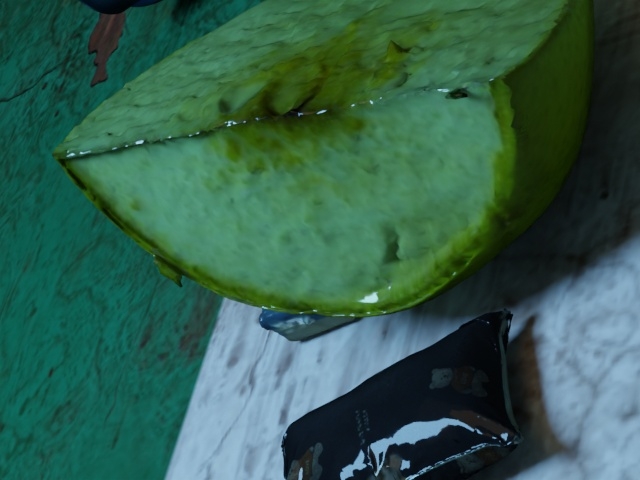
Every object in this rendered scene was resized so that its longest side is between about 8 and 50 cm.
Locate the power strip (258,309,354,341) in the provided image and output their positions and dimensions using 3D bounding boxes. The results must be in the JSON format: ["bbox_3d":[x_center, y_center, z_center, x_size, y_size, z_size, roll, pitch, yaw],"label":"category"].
[{"bbox_3d":[0.000,0.000,0.923,0.056,0.032,0.123,-26,42,38],"label":"power strip"}]

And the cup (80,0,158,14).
[{"bbox_3d":[-0.212,-0.348,1.288,0.242,0.292,0.308,1,60,53],"label":"cup"}]

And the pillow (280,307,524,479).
[{"bbox_3d":[0.035,0.099,0.769,0.150,0.048,0.090,-34,45,23],"label":"pillow"}]

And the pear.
[{"bbox_3d":[0.039,-0.076,0.854,0.288,0.139,0.239,-7,37,35],"label":"pear"}]
